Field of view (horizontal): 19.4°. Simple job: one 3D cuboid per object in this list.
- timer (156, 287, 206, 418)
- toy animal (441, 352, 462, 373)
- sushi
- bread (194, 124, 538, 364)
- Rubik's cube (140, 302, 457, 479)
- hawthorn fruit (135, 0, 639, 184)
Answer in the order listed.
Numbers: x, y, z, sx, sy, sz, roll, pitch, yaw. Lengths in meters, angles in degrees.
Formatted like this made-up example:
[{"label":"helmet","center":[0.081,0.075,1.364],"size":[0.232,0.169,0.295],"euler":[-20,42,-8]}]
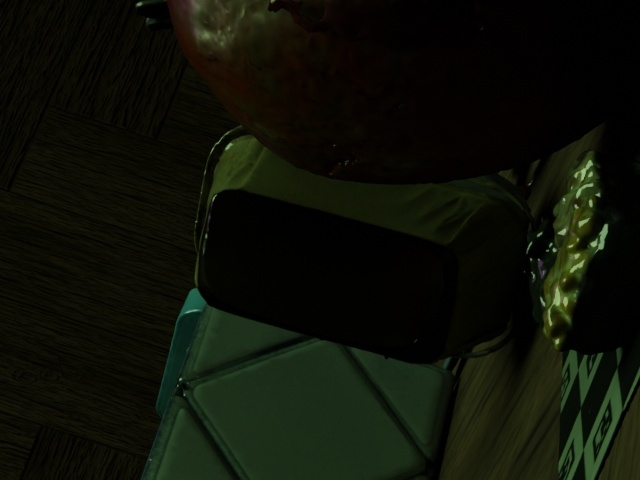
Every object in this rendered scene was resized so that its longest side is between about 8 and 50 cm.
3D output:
[{"label":"timer","center":[-0.026,0.125,1.759],"size":[0.250,0.231,0.091],"euler":[112,179,-61]},{"label":"toy animal","center":[0.094,-0.021,1.432],"size":[0.255,0.176,0.239],"euler":[52,-141,-67]},{"label":"sushi","center":[0.120,0.009,0.870],"size":[0.215,0.050,0.192],"euler":[-73,1,-64]},{"label":"bread","center":[0.031,0.003,1.215],"size":[0.212,0.224,0.142],"euler":[-38,-39,-68]},{"label":"Rubik's cube","center":[-0.033,0.200,1.424],"size":[0.205,0.207,0.205],"euler":[107,-179,-45]},{"label":"hawthorn fruit","center":[0.060,-0.171,1.024],"size":[0.316,0.316,0.316],"euler":[-162,90,-89]}]
